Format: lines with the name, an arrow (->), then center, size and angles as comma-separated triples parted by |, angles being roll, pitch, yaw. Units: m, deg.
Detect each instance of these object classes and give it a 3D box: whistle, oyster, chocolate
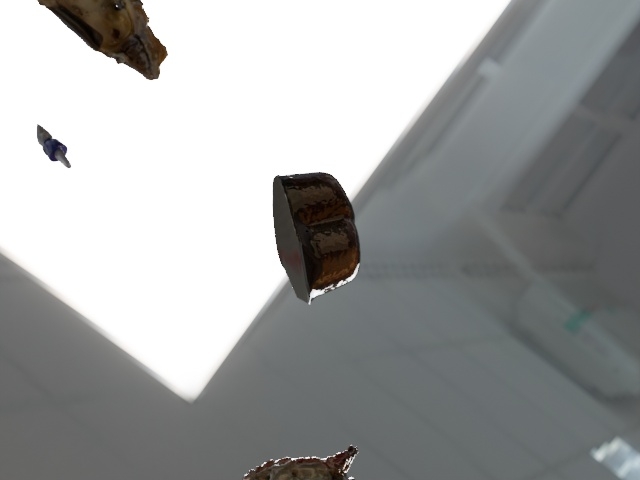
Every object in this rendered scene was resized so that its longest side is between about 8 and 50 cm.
whistle -> -0.350, -0.123, 2.341 | 0.083, 0.029, 0.033 | 45, 159, 33
oyster -> -0.293, -0.308, 1.964 | 0.345, 0.129, 0.078 | 46, 180, -17
chocolate -> 0.000, 0.000, 1.965 | 0.125, 0.080, 0.148 | 111, 144, -67

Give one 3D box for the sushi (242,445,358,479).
sushi -> -0.054, 0.348, 1.866 | 0.130, 0.124, 0.332 | 21, -127, 9
